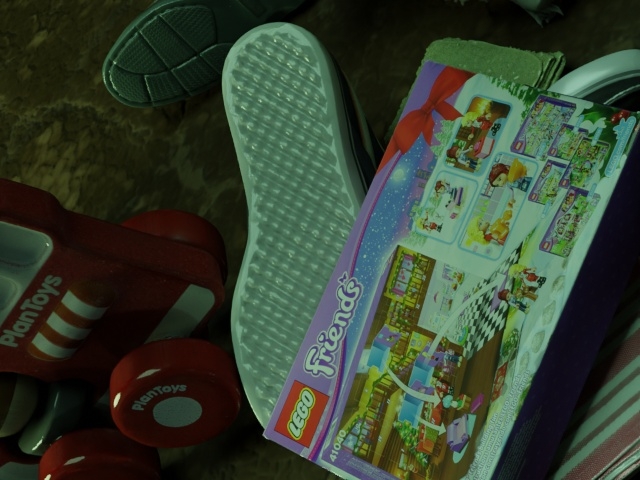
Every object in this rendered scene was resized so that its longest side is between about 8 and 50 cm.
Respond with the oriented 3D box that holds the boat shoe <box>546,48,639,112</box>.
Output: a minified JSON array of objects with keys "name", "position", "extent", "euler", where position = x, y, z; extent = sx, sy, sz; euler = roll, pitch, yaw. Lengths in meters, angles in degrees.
[{"name":"boat shoe","position":[0.157,-0.040,1.196],"extent":[0.228,0.080,0.076],"euler":[-37,53,19]}]

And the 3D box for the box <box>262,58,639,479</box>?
[{"name":"box","position":[0.097,0.037,1.125],"extent":[0.201,0.057,0.293],"euler":[22,87,45]}]

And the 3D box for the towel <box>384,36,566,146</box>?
[{"name":"towel","position":[0.120,-0.105,1.316],"extent":[0.148,0.027,0.110],"euler":[15,75,48]}]

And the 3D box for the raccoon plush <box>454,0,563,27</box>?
[{"name":"raccoon plush","position":[0.108,-0.359,1.407],"extent":[0.299,0.216,0.446],"euler":[13,48,15]}]

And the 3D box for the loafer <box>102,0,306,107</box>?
[{"name":"loafer","position":[-0.087,-0.221,1.576],"extent":[0.267,0.096,0.084],"euler":[-34,23,13]}]

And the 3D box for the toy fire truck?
[{"name":"toy fire truck","position":[-0.217,0.084,1.312],"extent":[0.302,0.254,0.169],"euler":[-48,36,36]}]

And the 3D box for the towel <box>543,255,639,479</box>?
[{"name":"towel","position":[0.180,0.081,1.123],"extent":[0.144,0.029,0.197],"euler":[-42,38,14]}]

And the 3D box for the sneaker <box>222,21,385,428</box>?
[{"name":"sneaker","position":[0.000,0.000,1.297],"extent":[0.126,0.127,0.321],"euler":[-6,81,15]}]
